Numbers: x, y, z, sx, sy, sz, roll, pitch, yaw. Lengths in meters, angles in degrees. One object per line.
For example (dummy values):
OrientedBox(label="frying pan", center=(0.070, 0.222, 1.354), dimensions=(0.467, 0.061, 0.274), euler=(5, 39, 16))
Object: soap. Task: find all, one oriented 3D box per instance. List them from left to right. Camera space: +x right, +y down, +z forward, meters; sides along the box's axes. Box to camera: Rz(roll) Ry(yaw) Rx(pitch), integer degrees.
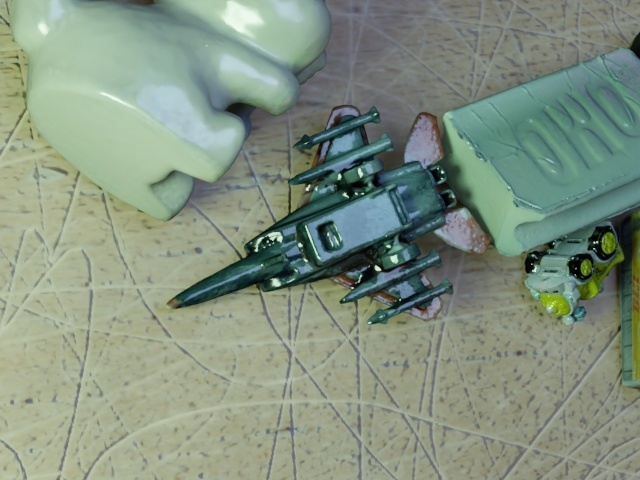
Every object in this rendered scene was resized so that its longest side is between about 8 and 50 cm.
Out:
OrientedBox(label="soap", center=(0.246, -0.092, 1.905), dimensions=(0.261, 0.094, 0.150), euler=(-21, 59, -32))

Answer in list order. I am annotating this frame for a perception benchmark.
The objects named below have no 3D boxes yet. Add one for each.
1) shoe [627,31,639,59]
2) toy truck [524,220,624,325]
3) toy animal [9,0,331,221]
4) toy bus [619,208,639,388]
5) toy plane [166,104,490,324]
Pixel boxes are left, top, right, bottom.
OrientedBox(label="shoe", center=(0.394, -0.120, 2.031), dimensions=(0.112, 0.099, 0.227), euler=(-6, 84, -37))
OrientedBox(label="toy truck", center=(0.260, 0.034, 1.930), dimensions=(0.111, 0.076, 0.077), euler=(-48, 122, -28))
OrientedBox(label="toy animal", center=(-0.106, -0.214, 1.712), dimensions=(0.241, 0.196, 0.367), euler=(46, 63, -10))
OrientedBox(label="toy bus", center=(0.349, 0.061, 1.965), dimensions=(0.064, 0.075, 0.190), euler=(6, 76, -26))
OrientedBox(label="toy plane", center=(0.004, -0.001, 1.770), dimensions=(0.326, 0.104, 0.223), euler=(-24, 90, -31))
